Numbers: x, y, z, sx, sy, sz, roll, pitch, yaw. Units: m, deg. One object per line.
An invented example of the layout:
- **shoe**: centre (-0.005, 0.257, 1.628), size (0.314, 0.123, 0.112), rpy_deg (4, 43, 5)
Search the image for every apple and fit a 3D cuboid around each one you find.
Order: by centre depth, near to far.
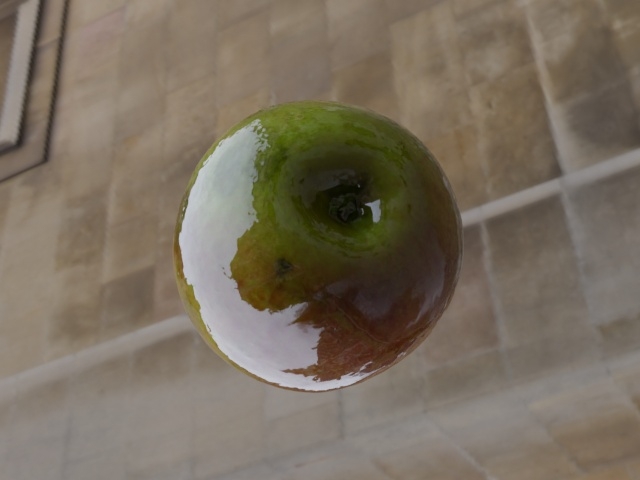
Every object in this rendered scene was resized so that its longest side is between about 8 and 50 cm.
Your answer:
- **apple**: centre (0.000, 0.000, 1.262), size (0.339, 0.340, 0.339), rpy_deg (51, -152, -40)
